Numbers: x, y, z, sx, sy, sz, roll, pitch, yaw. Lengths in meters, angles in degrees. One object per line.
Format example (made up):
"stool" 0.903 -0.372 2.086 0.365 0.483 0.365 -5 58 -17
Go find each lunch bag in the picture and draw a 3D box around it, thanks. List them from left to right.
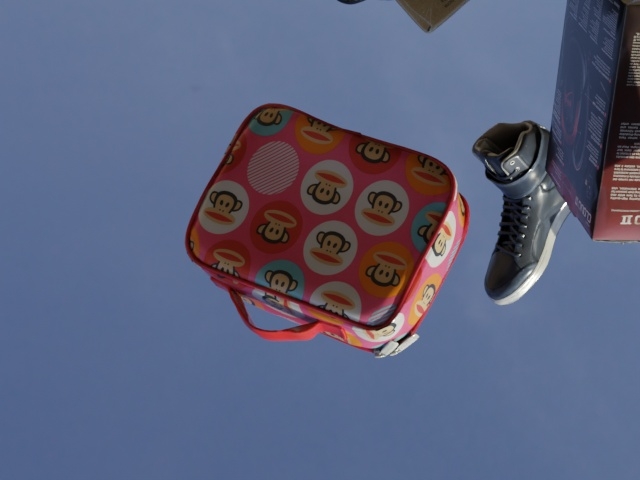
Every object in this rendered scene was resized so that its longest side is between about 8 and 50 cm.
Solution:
"lunch bag" 0.000 0.000 2.018 0.293 0.120 0.258 23 -103 22

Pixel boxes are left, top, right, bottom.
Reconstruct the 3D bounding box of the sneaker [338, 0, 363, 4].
"sneaker" 0.074 -0.401 2.178 0.127 0.182 0.315 21 -126 14

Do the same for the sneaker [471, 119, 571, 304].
"sneaker" 0.235 -0.043 2.231 0.163 0.226 0.086 30 177 -40

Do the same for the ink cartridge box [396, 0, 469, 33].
"ink cartridge box" 0.178 -0.331 1.927 0.088 0.234 0.193 48 -171 -2

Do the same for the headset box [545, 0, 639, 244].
"headset box" 0.332 -0.144 1.933 0.110 0.293 0.218 1 -158 -8
